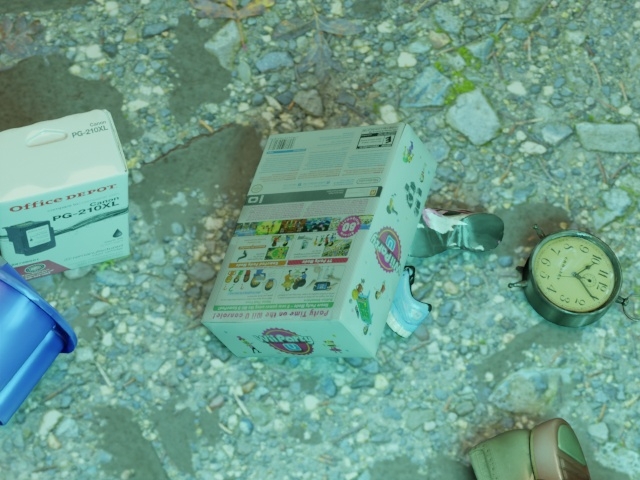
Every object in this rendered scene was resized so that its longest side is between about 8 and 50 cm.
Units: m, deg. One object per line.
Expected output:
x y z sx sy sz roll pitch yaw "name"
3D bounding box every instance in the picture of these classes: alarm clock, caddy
0.358 0.062 2.082 0.192 0.064 0.129 24 63 8 "alarm clock"
-0.465 0.075 1.879 0.341 0.241 0.179 26 68 6 "caddy"

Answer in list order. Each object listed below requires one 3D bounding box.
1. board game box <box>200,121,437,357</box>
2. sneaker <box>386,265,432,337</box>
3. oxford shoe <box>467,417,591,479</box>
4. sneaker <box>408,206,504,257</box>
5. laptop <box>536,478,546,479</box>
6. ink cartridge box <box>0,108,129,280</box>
0.000 0.000 1.993 0.224 0.097 0.303 -3 54 36 "board game box"
0.091 0.048 2.048 0.073 0.063 0.162 -36 80 6 "sneaker"
0.271 0.425 1.875 0.146 0.140 0.397 -15 68 26 "oxford shoe"
0.155 -0.013 2.091 0.178 0.077 0.072 7 96 -16 "sneaker"
0.328 0.433 1.800 0.137 0.264 0.234 -1 63 10 "laptop"
-0.338 -0.052 1.957 0.172 0.237 0.100 -15 66 -14 "ink cartridge box"
